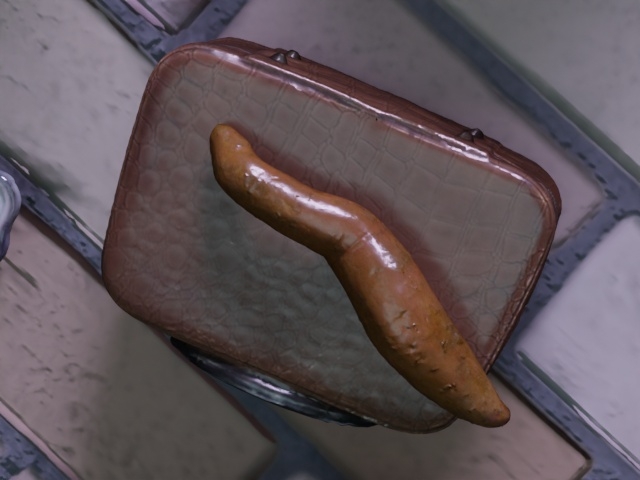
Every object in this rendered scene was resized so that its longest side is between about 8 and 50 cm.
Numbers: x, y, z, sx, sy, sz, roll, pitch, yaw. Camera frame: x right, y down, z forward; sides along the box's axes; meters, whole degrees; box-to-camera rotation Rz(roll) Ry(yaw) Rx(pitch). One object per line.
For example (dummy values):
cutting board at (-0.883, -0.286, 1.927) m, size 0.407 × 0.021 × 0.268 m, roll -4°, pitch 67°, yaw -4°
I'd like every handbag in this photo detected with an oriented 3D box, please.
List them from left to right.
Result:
handbag at (0.000, 0.000, 0.808) m, size 0.193 × 0.072 × 0.151 m, roll 25°, pitch 103°, yaw 5°

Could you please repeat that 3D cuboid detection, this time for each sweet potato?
sweet potato at (0.019, 0.013, 0.752) m, size 0.044 × 0.044 × 0.179 m, roll -44°, pitch 89°, yaw 14°

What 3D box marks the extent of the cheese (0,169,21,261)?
cheese at (-0.265, -0.068, 0.849) m, size 0.249 × 0.071 × 0.163 m, roll 1°, pitch 100°, yaw 12°
